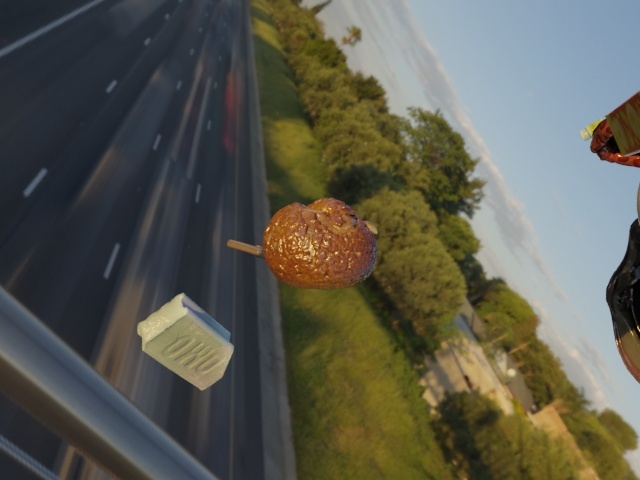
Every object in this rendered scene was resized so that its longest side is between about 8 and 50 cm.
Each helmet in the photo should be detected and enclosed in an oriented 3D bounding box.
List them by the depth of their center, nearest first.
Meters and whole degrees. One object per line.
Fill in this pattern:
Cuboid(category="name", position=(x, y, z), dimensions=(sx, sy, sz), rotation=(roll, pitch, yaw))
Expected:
Cuboid(category="helmet", position=(0.641, 0.086, 0.924), dimensions=(0.271, 0.197, 0.338), rotation=(32, -51, 59))

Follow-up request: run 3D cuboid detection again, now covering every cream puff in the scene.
Cuboid(category="cream puff", position=(0.000, 0.000, 1.443), dimensions=(0.303, 0.303, 0.212), rotation=(-96, -169, -68))

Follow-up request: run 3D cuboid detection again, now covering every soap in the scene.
Cuboid(category="soap", position=(-0.364, 0.293, 1.600), dimensions=(0.289, 0.172, 0.095), rotation=(53, 3, -43))

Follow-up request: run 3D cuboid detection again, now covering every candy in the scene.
Cuboid(category="candy", position=(0.533, -0.198, 0.839), dimensions=(0.088, 0.146, 0.276), rotation=(67, 18, 4))

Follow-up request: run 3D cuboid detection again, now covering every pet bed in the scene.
Cuboid(category="pet bed", position=(0.715, -0.224, 1.272), dimensions=(0.201, 0.201, 0.054), rotation=(45, 59, -53))

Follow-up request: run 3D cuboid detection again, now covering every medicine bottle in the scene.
Cuboid(category="medicine bottle", position=(0.926, -0.374, 1.916), dimensions=(0.047, 0.083, 0.047), rotation=(41, 32, -32))

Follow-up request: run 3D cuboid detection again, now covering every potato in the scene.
Cuboid(category="potato", position=(0.146, -0.051, 1.878), dimensions=(0.037, 0.093, 0.036), rotation=(-71, 168, -54))

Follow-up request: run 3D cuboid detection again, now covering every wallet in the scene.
Cuboid(category="wallet", position=(-0.222, 0.032, 1.874), dimensions=(0.152, 0.039, 0.118), rotation=(13, -7, 32))

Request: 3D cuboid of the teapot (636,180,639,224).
Cuboid(category="teapot", position=(0.475, -0.038, 0.666), dimensions=(0.208, 0.300, 0.166), rotation=(26, 31, -1))
